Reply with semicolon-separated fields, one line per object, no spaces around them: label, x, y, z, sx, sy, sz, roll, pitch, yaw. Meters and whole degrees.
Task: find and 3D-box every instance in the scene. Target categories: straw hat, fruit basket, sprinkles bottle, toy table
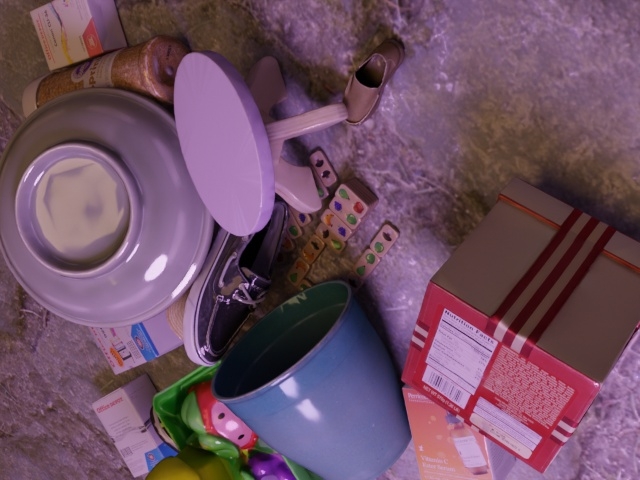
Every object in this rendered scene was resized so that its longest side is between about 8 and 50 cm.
straw hat;-0.192;0.110;1.356;0.061;0.144;0.144;-28;92;54
fruit basket;-0.171;0.410;1.371;0.283;0.392;0.392;-35;87;40
sprinkles bottle;-0.382;-0.268;1.394;0.355;0.121;0.121;-6;105;37
toy table;-0.097;-0.156;1.189;0.252;0.161;0.274;0;103;46

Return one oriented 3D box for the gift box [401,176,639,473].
gift box;0.264;0.103;1.009;0.255;0.258;0.276;35;145;17

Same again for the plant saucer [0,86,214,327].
plant saucer;-0.373;-0.050;1.258;0.400;0.100;0.401;1;95;13

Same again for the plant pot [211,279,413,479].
plant pot;0.009;0.246;1.254;0.271;0.272;0.255;-24;111;39

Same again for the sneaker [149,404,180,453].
sneaker;-0.252;0.409;1.630;0.234;0.084;0.097;44;104;12

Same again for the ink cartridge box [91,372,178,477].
ink cartridge box;-0.396;0.406;1.711;0.139;0.082;0.191;-31;88;39

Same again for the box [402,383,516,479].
box;0.217;0.289;1.218;0.130;0.091;0.171;-3;107;36

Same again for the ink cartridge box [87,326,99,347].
ink cartridge box;-0.466;0.061;1.633;0.185;0.065;0.311;-21;94;39

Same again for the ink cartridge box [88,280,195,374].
ink cartridge box;-0.317;0.125;1.453;0.232;0.168;0.171;-28;91;54

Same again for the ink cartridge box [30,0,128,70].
ink cartridge box;-0.456;-0.382;1.433;0.198;0.067;0.115;-7;105;37

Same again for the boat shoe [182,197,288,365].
boat shoe;-0.130;0.067;1.286;0.102;0.108;0.301;12;76;42

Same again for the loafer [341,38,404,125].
loafer;0.066;-0.228;1.135;0.056;0.050;0.148;40;127;15

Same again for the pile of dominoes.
pile of dominoes;0.000;0.000;1.285;0.196;0.040;0.251;44;127;13
